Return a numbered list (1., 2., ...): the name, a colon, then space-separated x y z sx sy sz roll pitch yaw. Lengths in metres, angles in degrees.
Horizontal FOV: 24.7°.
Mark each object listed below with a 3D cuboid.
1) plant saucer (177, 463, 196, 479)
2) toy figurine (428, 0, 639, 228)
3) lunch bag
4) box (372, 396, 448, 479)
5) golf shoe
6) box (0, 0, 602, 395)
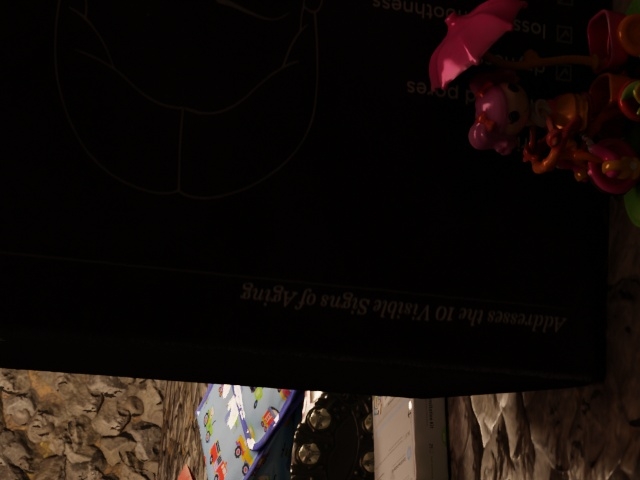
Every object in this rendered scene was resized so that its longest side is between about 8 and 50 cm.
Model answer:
1. plant saucer: -0.127 0.455 1.971 0.259 0.047 0.258 62 174 -14
2. toy figurine: 0.152 -0.098 0.986 0.130 0.159 0.173 142 131 -73
3. lunch bag: -0.053 0.198 1.873 0.221 0.138 0.293 -107 29 -52
4. box: 0.086 0.174 1.453 0.145 0.038 0.186 118 155 -61
5. golf shoe: 0.026 0.196 1.614 0.120 0.105 0.273 100 178 -65
6. box: -0.053 -0.130 1.124 0.297 0.479 0.472 156 119 -67
